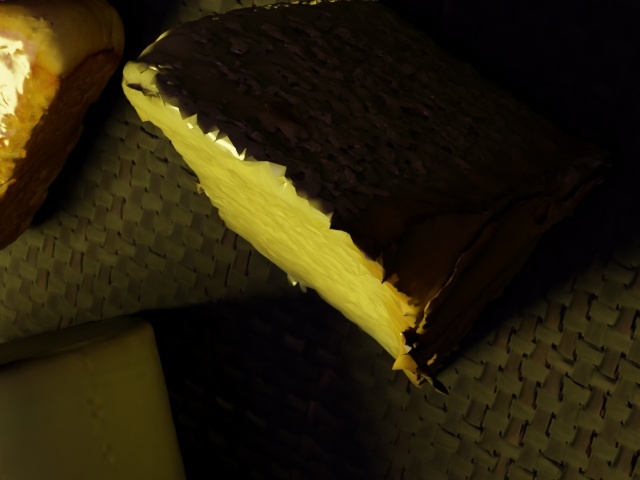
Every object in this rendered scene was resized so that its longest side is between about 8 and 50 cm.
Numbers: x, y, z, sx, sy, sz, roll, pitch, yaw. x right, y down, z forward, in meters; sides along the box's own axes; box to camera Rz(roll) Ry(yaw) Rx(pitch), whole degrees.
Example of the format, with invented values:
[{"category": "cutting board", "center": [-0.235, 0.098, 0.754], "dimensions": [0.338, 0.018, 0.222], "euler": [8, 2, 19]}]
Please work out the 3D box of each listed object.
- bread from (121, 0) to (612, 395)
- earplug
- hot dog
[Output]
[{"category": "bread", "center": [0.000, 0.000, 0.804], "dimensions": [0.248, 0.315, 0.279], "euler": [42, 128, 17]}, {"category": "earplug", "center": [-0.233, 0.281, 0.973], "dimensions": [0.312, 0.312, 0.394], "euler": [-14, 91, 31]}, {"category": "hot dog", "center": [-0.276, -0.110, 1.021], "dimensions": [0.153, 0.150, 0.257], "euler": [38, 118, 7]}]
